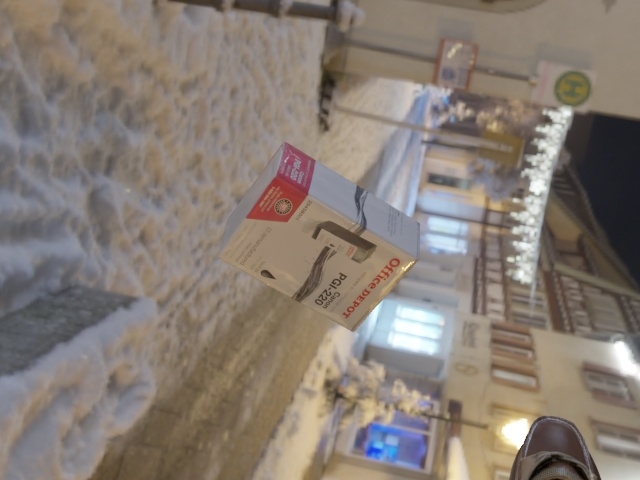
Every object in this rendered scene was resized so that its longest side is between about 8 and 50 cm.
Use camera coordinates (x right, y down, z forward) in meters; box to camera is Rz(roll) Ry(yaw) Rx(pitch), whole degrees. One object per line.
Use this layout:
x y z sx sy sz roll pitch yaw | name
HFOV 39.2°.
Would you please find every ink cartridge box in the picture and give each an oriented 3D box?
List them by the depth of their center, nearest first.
0.000 0.000 1.176 0.158 0.218 0.092 -51 -162 32 | ink cartridge box

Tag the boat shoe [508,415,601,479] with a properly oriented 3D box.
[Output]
0.279 0.300 1.033 0.324 0.123 0.116 -69 163 -61 | boat shoe
